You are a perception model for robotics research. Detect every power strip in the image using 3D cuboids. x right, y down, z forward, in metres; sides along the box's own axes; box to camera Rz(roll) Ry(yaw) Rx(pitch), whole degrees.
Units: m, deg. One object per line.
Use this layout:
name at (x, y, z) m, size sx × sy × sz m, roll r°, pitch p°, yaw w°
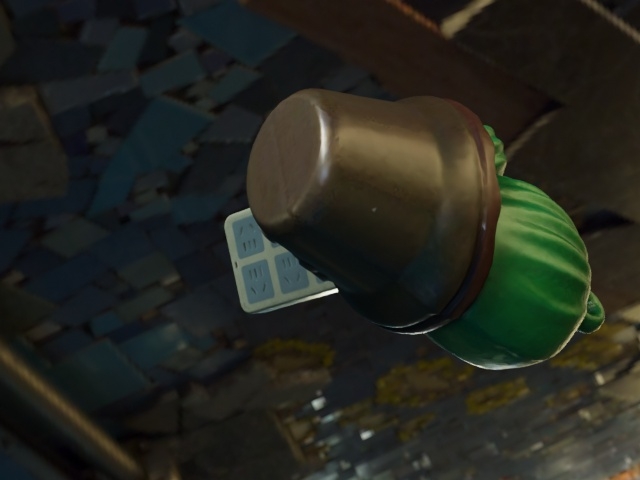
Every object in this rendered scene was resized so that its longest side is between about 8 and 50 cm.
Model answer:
power strip at (0.000, 0.000, 1.347) m, size 0.046 × 0.270 × 0.117 m, roll 0°, pitch -104°, yaw -48°

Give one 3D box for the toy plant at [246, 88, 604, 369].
toy plant at (0.060, -0.009, 0.600) m, size 0.200 × 0.105 × 0.142 m, roll 23°, pitch -142°, yaw -34°
